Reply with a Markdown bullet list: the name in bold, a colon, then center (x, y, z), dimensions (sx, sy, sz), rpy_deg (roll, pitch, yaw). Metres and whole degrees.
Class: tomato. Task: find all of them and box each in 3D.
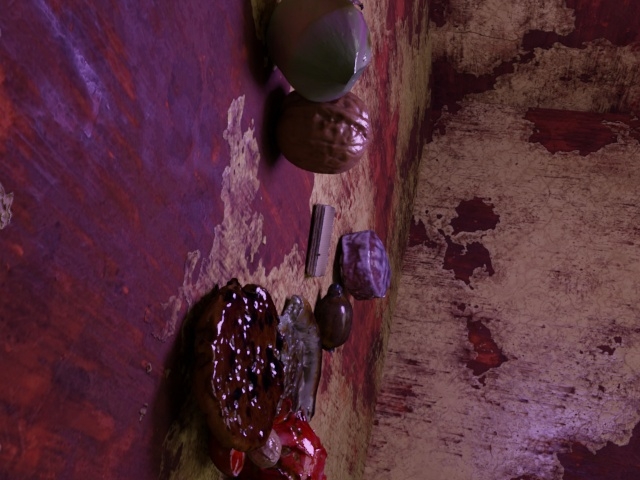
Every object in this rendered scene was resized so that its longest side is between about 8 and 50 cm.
- **tomato**: center (-0.184, 0.383, 1.453), dimensions (0.155, 0.069, 0.156), rpy_deg (5, 90, -82)

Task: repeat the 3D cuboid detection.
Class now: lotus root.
- **lotus root**: center (0.041, 0.228, 2.197), dimensions (0.120, 0.120, 0.210), rpy_deg (-30, 127, -73)

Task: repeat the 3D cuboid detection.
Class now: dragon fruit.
- **dragon fruit**: center (-0.082, 0.493, 1.665), dimensions (0.205, 0.210, 0.268), rpy_deg (140, -35, -61)

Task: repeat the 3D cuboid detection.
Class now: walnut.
- **walnut**: center (0.010, -0.240, 1.617), dimensions (0.213, 0.213, 0.213), rpy_deg (8, 90, -76)

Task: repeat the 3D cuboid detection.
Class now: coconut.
- **coconut**: center (0.004, -0.387, 1.473), dimensions (0.204, 0.235, 0.236), rpy_deg (-8, 109, -35)

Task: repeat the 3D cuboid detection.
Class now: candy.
- **candy**: center (0.142, 0.085, 2.433), dimensions (0.289, 0.157, 0.214), rpy_deg (55, 30, -60)

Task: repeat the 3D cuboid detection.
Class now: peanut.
- **peanut**: center (-0.131, 0.410, 1.568), dimensions (0.174, 0.080, 0.080), rpy_deg (-128, -150, -52)

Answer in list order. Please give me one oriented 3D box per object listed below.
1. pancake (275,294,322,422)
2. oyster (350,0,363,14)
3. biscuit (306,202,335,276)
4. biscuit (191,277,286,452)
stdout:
- **pancake**: center (-0.058, 0.332, 1.948), dimensions (0.305, 0.066, 0.427), rpy_deg (-43, 140, -66)
- **oyster**: center (0.055, -0.612, 1.763), dimensions (0.198, 0.133, 0.337), rpy_deg (84, 21, -50)
- **biscuit**: center (0.000, 0.000, 2.056), dimensions (0.121, 0.040, 0.200), rpy_deg (4, 95, -78)
- **biscuit**: center (-0.154, 0.224, 1.382), dimensions (0.334, 0.081, 0.290), rpy_deg (-67, 141, -58)
